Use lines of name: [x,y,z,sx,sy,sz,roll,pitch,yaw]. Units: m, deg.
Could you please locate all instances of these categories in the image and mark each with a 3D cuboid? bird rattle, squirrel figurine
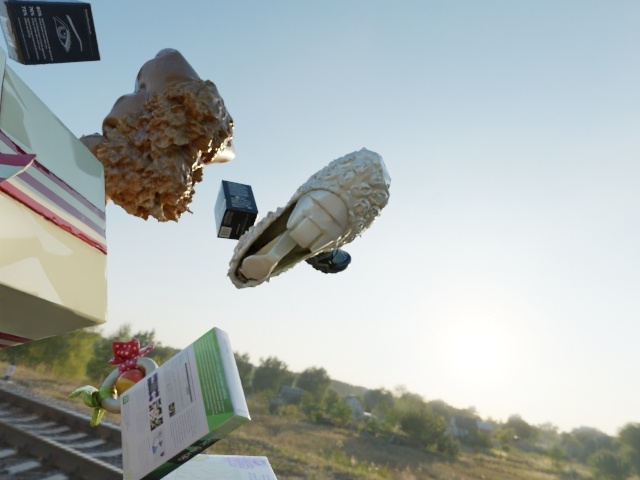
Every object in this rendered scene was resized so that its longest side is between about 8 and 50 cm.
bird rattle: [-0.543,0.398,1.126,0.207,0.253,0.143,4,-58,25]
squirrel figurine: [-0.377,-0.190,0.824,0.397,0.371,0.280,35,-26,54]

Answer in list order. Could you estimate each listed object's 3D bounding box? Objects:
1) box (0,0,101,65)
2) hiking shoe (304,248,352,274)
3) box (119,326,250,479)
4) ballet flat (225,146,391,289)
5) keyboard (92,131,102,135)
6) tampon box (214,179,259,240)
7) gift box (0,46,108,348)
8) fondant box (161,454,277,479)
box: [-0.738,-0.574,1.095,0.108,0.207,0.153,28,-53,29]
hiking shoe: [0.000,0.000,0.926,0.227,0.086,0.114,26,-57,-30]
box: [-0.326,0.384,0.927,0.322,0.232,0.058,-37,-42,10]
ballet flat: [-0.039,-0.007,0.741,0.147,0.146,0.409,26,-43,-33]
keyboard: [-0.718,-0.285,1.283,0.180,0.108,0.023,30,-26,31]
tampon box: [-0.272,-0.095,1.271,0.102,0.161,0.120,8,-55,-26]
gift box: [-0.348,-0.043,0.361,0.277,0.254,0.258,-18,-22,-4]
fondant box: [-0.301,0.706,1.149,0.331,0.096,0.238,13,-11,-17]
